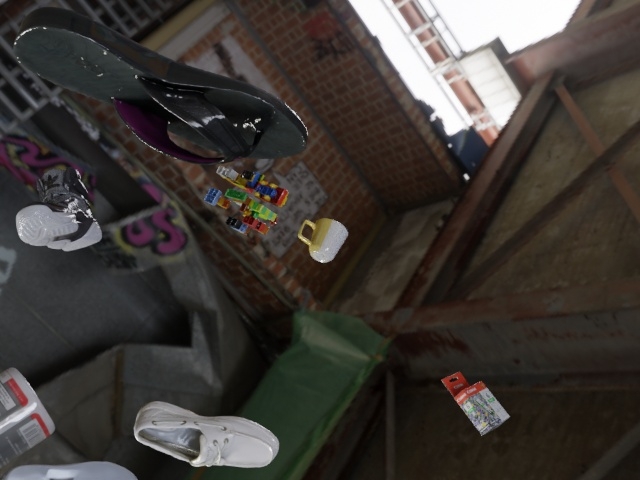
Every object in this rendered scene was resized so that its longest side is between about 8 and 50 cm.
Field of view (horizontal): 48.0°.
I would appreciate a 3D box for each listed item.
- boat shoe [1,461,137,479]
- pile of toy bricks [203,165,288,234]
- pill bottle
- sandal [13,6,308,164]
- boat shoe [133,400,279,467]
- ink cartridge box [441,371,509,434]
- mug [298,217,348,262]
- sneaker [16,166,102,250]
[{"bbox_3d":[-0.428,0.421,1.225,0.076,0.228,0.080,-29,-123,51],"label":"boat shoe"},{"bbox_3d":[-0.127,-0.065,1.385,0.212,0.105,0.118,21,-99,48],"label":"pile of toy bricks"},{"bbox_3d":[-0.685,0.391,1.403,0.283,0.161,0.161,-33,-165,-28],"label":"pill bottle"},{"bbox_3d":[-0.226,-0.186,1.059,0.167,0.445,0.107,-30,-131,51],"label":"sandal"},{"bbox_3d":[-0.214,0.383,1.345,0.096,0.277,0.098,-102,-154,-75],"label":"boat shoe"},{"bbox_3d":[0.267,0.272,1.239,0.062,0.115,0.029,-8,144,-46],"label":"ink cartridge box"},{"bbox_3d":[0.003,0.002,1.285,0.078,0.062,0.064,13,-120,19],"label":"mug"},{"bbox_3d":[-0.521,-0.071,1.396,0.101,0.153,0.268,-20,171,2],"label":"sneaker"}]
